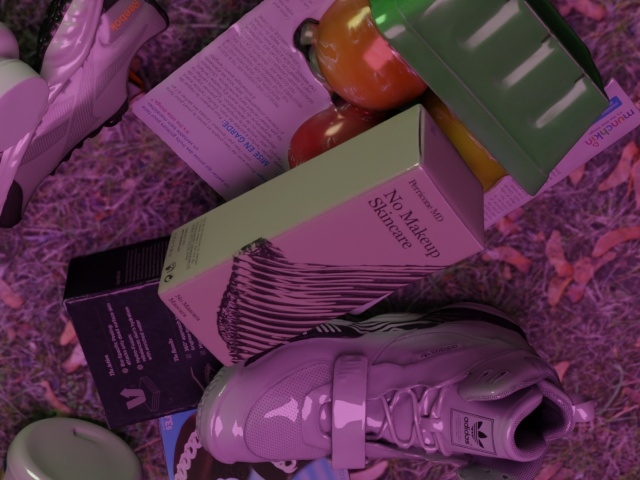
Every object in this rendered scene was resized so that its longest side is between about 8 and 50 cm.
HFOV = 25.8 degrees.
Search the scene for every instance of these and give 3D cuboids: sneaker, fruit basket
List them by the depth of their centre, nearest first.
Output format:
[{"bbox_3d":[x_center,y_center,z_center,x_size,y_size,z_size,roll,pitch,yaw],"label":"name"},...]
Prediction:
[{"bbox_3d":[-0.230,-0.118,1.273,0.108,0.100,0.271,23,114,-22],"label":"sneaker"},{"bbox_3d":[0.064,-0.121,1.281,0.353,0.165,0.327,-33,120,27],"label":"fruit basket"},{"bbox_3d":[0.077,0.160,1.331,0.366,0.210,0.137,-10,111,-23],"label":"sneaker"}]

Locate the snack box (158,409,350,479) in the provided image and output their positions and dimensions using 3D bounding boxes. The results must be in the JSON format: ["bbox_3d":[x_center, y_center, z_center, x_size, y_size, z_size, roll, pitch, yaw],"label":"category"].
[{"bbox_3d":[-0.051,0.314,1.454,0.187,0.060,0.321,-10,87,0],"label":"snack box"}]

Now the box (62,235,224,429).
[{"bbox_3d":[-0.156,0.086,1.389,0.158,0.093,0.156,-13,118,1],"label":"box"}]

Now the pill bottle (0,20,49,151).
[{"bbox_3d":[-0.326,-0.162,1.184,0.193,0.108,0.108,40,112,14],"label":"pill bottle"}]

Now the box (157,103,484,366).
[{"bbox_3d":[0.000,0.000,1.219,0.275,0.094,0.113,-27,122,25],"label":"box"}]

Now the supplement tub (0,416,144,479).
[{"bbox_3d":[-0.281,0.302,1.464,0.144,0.144,0.199,18,115,-14],"label":"supplement tub"}]
